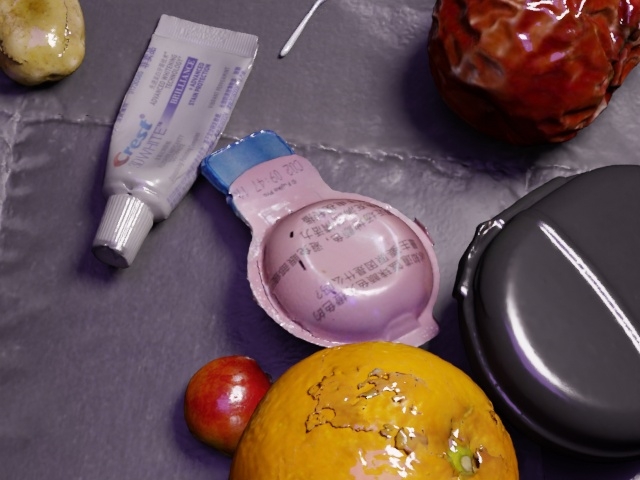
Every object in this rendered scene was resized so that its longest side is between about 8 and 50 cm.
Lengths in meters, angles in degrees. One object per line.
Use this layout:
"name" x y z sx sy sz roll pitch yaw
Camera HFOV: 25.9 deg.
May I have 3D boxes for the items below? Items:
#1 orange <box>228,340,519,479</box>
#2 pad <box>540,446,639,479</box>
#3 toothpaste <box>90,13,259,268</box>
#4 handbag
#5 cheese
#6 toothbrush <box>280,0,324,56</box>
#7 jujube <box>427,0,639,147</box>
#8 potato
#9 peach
"orange" 0.044 0.206 1.170 0.246 0.246 0.246 -1 71 3
"pad" 0.278 0.144 1.297 0.160 0.009 0.265 -4 69 2
"toothpaste" -0.154 -0.100 1.380 0.099 0.068 0.282 28 65 -17
"handbag" 0.261 0.056 1.236 0.308 0.093 0.253 -31 77 -28
"cheese" 0.000 0.000 1.314 0.189 0.074 0.286 -29 62 -29
"toothbrush" -0.003 -0.240 1.441 0.013 0.011 0.131 34 75 0
"jujube" 0.212 -0.211 1.315 0.213 0.213 0.232 34 76 13
"potato" -0.300 -0.234 1.419 0.107 0.080 0.170 -25 72 8
"peach" -0.082 0.149 1.283 0.098 0.061 0.098 -3 71 9
